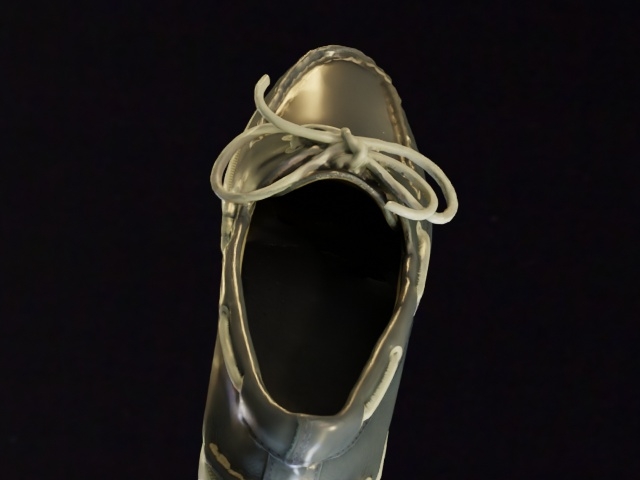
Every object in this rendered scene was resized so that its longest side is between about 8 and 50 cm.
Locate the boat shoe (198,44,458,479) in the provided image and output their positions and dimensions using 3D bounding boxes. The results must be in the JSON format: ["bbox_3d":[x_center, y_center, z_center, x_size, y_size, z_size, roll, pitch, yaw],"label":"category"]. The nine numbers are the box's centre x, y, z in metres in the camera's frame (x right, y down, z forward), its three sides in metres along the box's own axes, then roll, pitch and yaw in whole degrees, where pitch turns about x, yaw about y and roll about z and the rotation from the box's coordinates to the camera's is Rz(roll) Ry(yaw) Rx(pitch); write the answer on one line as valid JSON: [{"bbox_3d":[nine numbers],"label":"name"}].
[{"bbox_3d":[0.000,0.000,0.718,0.254,0.095,0.079,-75,180,-46],"label":"boat shoe"}]
